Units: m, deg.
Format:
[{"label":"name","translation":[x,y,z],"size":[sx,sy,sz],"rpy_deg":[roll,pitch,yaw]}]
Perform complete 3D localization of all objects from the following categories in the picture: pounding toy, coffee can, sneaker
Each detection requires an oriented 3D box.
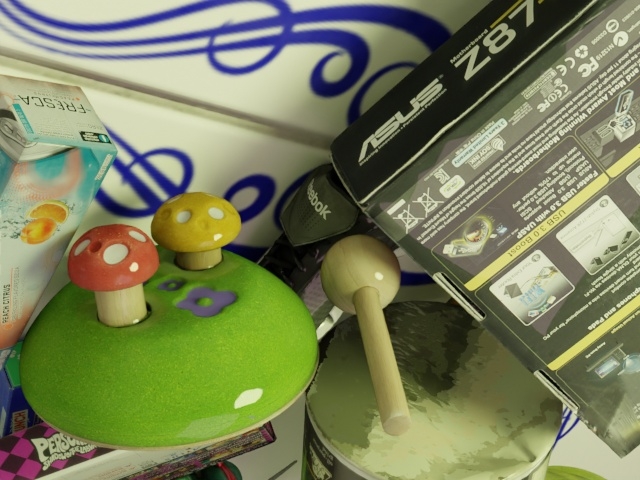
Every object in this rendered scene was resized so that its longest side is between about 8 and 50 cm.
[{"label":"pounding toy","translation":[-0.067,0.027,0.708],"size":[0.237,0.183,0.110],"rpy_deg":[-2,118,1]},{"label":"coffee can","translation":[0.081,0.218,0.994],"size":[0.201,0.201,0.275],"rpy_deg":[-17,133,-24]},{"label":"sneaker","translation":[0.000,0.000,0.839],"size":[0.234,0.078,0.106],"rpy_deg":[-36,142,-3]}]

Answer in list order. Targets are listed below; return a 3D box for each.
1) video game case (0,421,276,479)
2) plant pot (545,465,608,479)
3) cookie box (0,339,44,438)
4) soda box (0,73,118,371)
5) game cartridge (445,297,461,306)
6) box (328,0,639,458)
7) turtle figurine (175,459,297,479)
[{"label":"video game case","translation":[-0.151,0.152,0.831],"size":[0.232,0.042,0.210],"rpy_deg":[-20,164,-3]},{"label":"plant pot","translation":[0.182,0.336,1.262],"size":[0.276,0.276,0.254],"rpy_deg":[-43,133,12]},{"label":"cookie box","translation":[-0.178,0.105,0.842],"size":[0.107,0.040,0.092],"rpy_deg":[-11,142,-31]},{"label":"soda box","translation":[-0.187,-0.004,0.683],"size":[0.058,0.063,0.183],"rpy_deg":[2,131,-42]},{"label":"game cartridge","translation":[0.300,0.011,1.000],"size":[0.285,0.052,0.323],"rpy_deg":[14,134,-26]},{"label":"box","translation":[0.254,-0.076,0.773],"size":[0.395,0.097,0.318],"rpy_deg":[-42,121,11]},{"label":"turtle figurine","translation":[-0.130,0.252,0.993],"size":[0.234,0.118,0.175],"rpy_deg":[-29,143,-22]}]
